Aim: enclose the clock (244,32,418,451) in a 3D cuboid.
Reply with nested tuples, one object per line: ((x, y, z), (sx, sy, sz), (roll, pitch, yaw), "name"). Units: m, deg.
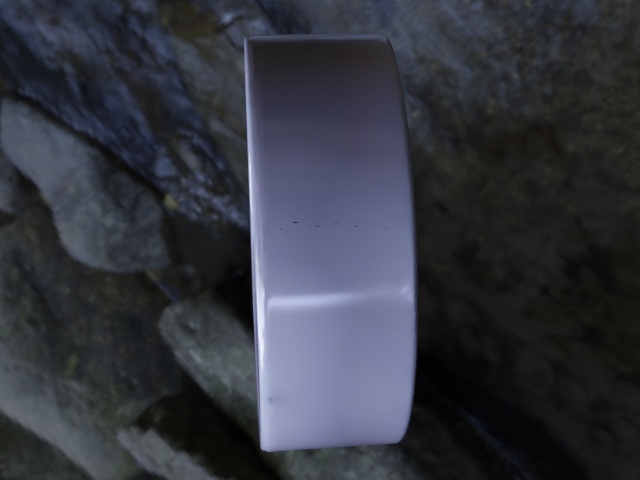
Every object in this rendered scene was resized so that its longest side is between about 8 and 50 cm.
((0.000, 0.000, 0.581), (0.068, 0.197, 0.197), (-2, 138, -3), "clock")
